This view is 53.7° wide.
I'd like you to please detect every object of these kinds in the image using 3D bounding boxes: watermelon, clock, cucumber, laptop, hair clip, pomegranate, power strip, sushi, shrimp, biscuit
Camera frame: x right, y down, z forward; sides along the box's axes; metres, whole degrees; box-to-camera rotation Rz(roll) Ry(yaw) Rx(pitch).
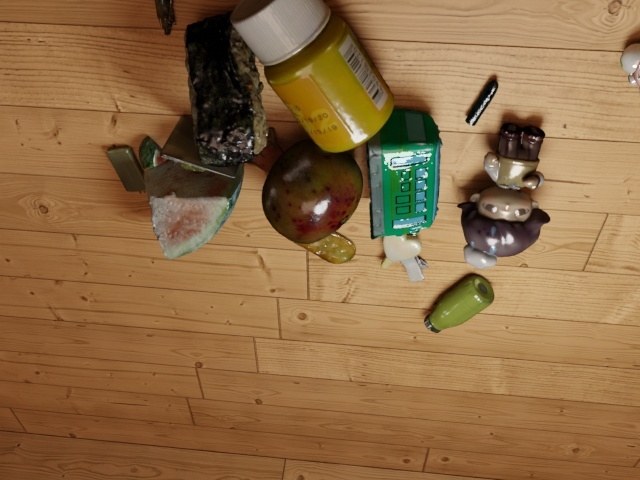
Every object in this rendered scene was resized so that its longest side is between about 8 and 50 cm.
[{"bbox_3d":[-0.478,-0.250,1.794,0.085,0.072,0.092,0,97,24],"label":"watermelon"},{"bbox_3d":[0.780,-0.401,1.430,0.162,0.092,0.166,-23,128,40],"label":"clock"},{"bbox_3d":[0.405,-0.345,1.575,0.032,0.032,0.133,18,134,-9],"label":"cucumber"},{"bbox_3d":[-0.291,-0.242,1.618,0.188,0.269,0.015,16,119,-9],"label":"laptop"},{"bbox_3d":[0.254,0.043,1.973,0.159,0.071,0.218,-17,126,27],"label":"hair clip"},{"bbox_3d":[-0.046,-0.147,1.713,0.323,0.291,0.290,36,149,35],"label":"pomegranate"},{"bbox_3d":[-0.396,-0.116,1.815,0.258,0.228,0.387,42,121,-20],"label":"watermelon"},{"bbox_3d":[-0.563,-0.204,1.863,0.076,0.028,0.168,-5,132,13],"label":"power strip"},{"bbox_3d":[-0.218,-0.344,1.477,0.171,0.349,0.211,-7,174,-2],"label":"sushi"},{"bbox_3d":[-0.314,-0.559,1.466,0.148,0.035,0.195,6,134,-1],"label":"shrimp"},{"bbox_3d":[0.000,0.000,1.988,0.247,0.029,0.118,30,125,-21],"label":"biscuit"}]

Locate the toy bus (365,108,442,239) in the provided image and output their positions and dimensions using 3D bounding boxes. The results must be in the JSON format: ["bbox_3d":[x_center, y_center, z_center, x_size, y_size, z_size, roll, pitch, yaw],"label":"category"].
[{"bbox_3d":[0.215,-0.172,1.675,0.200,0.183,0.343,-3,136,4],"label":"toy bus"}]

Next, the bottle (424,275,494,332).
[{"bbox_3d":[0.447,0.221,2.086,0.112,0.112,0.260,28,133,-19],"label":"bottle"}]

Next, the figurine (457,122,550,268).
[{"bbox_3d":[0.503,-0.112,1.674,0.218,0.206,0.364,-2,135,-10],"label":"figurine"}]

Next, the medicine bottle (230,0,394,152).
[{"bbox_3d":[-0.015,-0.403,1.440,0.225,0.224,0.384,-22,129,27],"label":"medicine bottle"}]

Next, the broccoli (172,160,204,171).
[{"bbox_3d":[-0.332,-0.247,1.732,0.131,0.130,0.120,-16,97,49],"label":"broccoli"}]
